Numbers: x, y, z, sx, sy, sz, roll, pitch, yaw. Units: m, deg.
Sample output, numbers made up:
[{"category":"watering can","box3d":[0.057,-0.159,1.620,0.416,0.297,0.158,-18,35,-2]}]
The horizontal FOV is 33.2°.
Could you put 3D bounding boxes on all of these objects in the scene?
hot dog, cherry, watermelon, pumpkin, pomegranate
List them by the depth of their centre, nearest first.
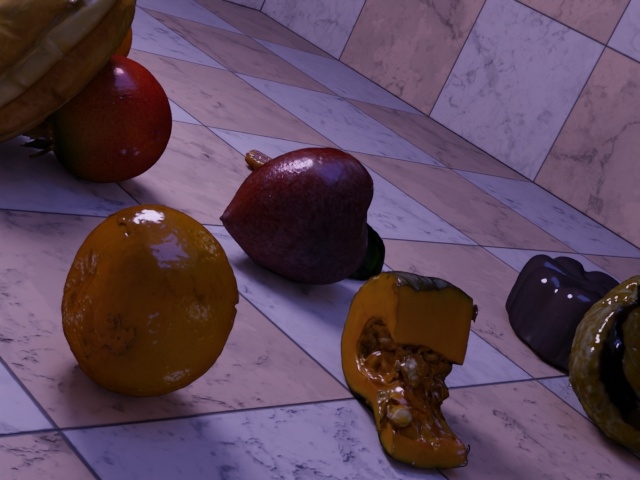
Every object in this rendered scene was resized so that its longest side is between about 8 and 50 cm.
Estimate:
[{"category":"pumpkin","box3d":[0.138,0.161,1.472,0.139,0.190,0.280,18,20,-26]},{"category":"cherry","box3d":[-0.029,-0.046,1.789,0.239,0.239,0.206,27,40,6]},{"category":"pomegranate","box3d":[-0.378,-0.202,1.800,0.257,0.221,0.221,-17,37,-24]},{"category":"watermelon","box3d":[0.000,0.000,1.957,0.301,0.123,0.129,19,-13,-19]},{"category":"hot dog","box3d":[-0.097,-0.149,2.297,0.144,0.038,0.062,28,15,2]}]

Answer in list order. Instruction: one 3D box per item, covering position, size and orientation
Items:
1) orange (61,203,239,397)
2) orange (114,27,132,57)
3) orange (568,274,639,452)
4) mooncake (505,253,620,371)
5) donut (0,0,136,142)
[{"category":"orange","box3d":[-0.195,0.070,1.232,0.193,0.219,0.219,25,17,-15]},{"category":"orange","box3d":[-0.508,-0.403,2.036,0.312,0.312,0.312,23,18,-8]},{"category":"orange","box3d":[0.557,0.201,1.827,0.369,0.210,0.271,-36,93,-31]},{"category":"mooncake","box3d":[0.505,0.149,2.083,0.306,0.154,0.306,21,16,-6]},{"category":"donut","box3d":[-0.487,-0.326,1.696,0.198,0.449,0.449,53,-1,-36]}]
